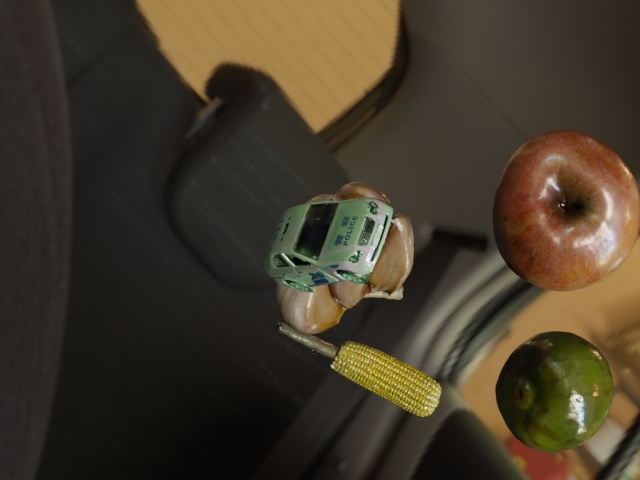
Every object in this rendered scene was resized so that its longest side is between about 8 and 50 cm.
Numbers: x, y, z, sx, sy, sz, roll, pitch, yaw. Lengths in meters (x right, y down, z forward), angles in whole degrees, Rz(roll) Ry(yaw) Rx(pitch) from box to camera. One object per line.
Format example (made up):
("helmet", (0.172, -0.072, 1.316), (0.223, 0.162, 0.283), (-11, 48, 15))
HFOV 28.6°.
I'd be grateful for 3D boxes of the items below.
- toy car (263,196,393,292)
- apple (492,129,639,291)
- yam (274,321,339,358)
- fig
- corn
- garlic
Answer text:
("toy car", (0.000, 0.000, 1.392), (0.076, 0.090, 0.224), (26, -16, -21))
("apple", (0.384, -0.046, 1.977), (0.253, 0.253, 0.253), (48, 0, 0))
("yam", (-0.013, 0.178, 2.153), (0.027, 0.029, 0.234), (30, -1, 35))
("fig", (0.409, 0.251, 2.092), (0.225, 0.203, 0.203), (6, 30, -40))
("corn", (0.096, 0.199, 1.827), (0.165, 0.063, 0.085), (26, 20, 1))
("garlic", (0.018, 0.016, 1.728), (0.160, 0.214, 0.191), (51, -27, 39))
